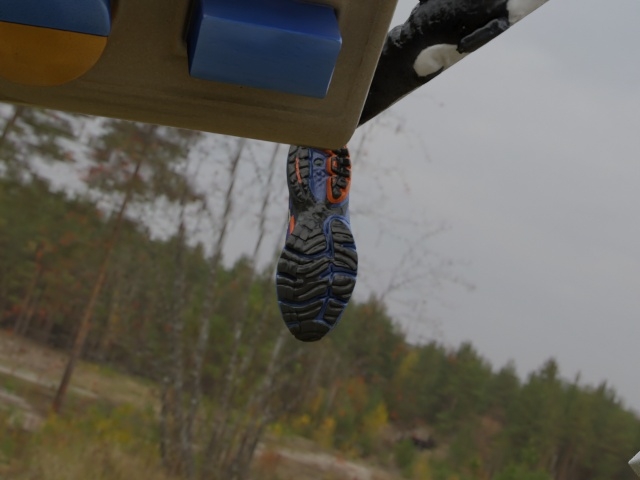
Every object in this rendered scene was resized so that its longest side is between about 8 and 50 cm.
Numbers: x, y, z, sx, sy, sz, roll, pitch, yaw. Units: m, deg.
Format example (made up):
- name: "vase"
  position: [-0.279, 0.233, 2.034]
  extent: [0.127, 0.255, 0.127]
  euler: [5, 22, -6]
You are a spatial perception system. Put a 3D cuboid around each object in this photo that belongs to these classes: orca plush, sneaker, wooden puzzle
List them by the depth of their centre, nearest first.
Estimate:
- name: "wooden puzzle"
  position: [-0.091, -0.193, 0.756]
  extent: [0.322, 0.348, 0.080]
  euler: [7, 42, -15]
- name: "orca plush"
  position: [0.103, -0.214, 1.162]
  extent: [0.287, 0.102, 0.151]
  euler: [-31, 6, 36]
- name: "sneaker"
  position: [0.000, 0.000, 1.249]
  extent: [0.083, 0.221, 0.087]
  euler: [5, -21, 3]

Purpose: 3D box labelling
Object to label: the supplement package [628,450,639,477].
- name: "supplement package"
  position: [0.426, 0.172, 0.956]
  extent: [0.199, 0.198, 0.262]
  euler: [51, -22, 5]
